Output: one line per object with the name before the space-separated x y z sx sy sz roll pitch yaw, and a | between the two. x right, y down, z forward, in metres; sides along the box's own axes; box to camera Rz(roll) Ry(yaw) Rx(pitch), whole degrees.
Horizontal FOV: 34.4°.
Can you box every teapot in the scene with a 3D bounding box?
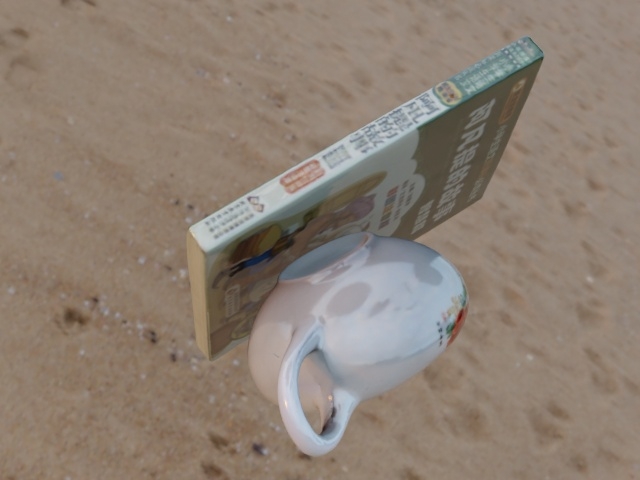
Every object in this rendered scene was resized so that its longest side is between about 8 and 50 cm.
teapot | 0.017 0.053 0.637 0.092 0.145 0.226 62 28 -10

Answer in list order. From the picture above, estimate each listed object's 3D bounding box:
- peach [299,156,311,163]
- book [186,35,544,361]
peach | 0.000 0.000 1.068 0.103 0.179 0.179 12 32 -40
book | 0.027 -0.022 0.725 0.264 0.202 0.027 -31 70 -18
